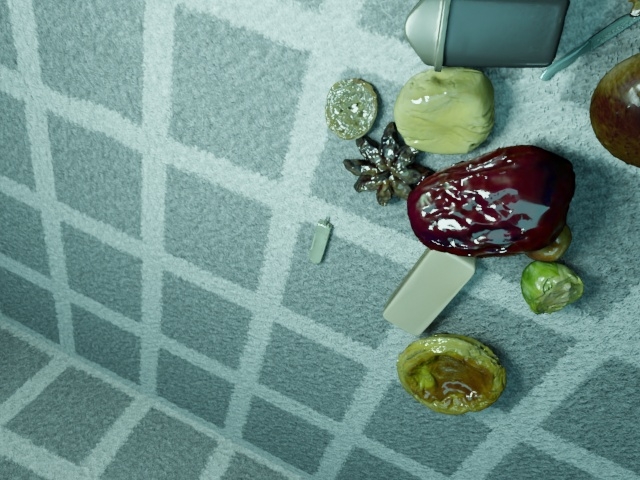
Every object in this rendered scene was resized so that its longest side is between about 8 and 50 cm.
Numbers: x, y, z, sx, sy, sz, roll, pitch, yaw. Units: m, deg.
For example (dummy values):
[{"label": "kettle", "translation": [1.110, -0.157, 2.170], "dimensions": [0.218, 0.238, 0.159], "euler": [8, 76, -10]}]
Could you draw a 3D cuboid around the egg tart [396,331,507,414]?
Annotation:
[{"label": "egg tart", "translation": [0.415, 0.413, 1.449], "dimensions": [0.352, 0.150, 0.351], "euler": [9, 126, 12]}]

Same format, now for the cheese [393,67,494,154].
[{"label": "cheese", "translation": [0.288, -0.294, 1.050], "dimensions": [0.226, 0.117, 0.214], "euler": [0, 146, 19]}]

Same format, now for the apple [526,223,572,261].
[{"label": "apple", "translation": [0.567, -0.005, 1.144], "dimensions": [0.126, 0.102, 0.126], "euler": [10, 123, 16]}]

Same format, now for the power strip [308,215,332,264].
[{"label": "power strip", "translation": [0.000, 0.000, 1.438], "dimensions": [0.048, 0.030, 0.191], "euler": [23, 127, 10]}]

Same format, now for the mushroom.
[{"label": "mushroom", "translation": [0.691, -0.303, 0.852], "dimensions": [0.331, 0.356, 0.334], "euler": [-28, 144, 31]}]

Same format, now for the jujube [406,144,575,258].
[{"label": "jujube", "translation": [0.407, -0.085, 1.075], "dimensions": [0.377, 0.258, 0.258], "euler": [-10, 116, 36]}]

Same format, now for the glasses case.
[{"label": "glasses case", "translation": [0.325, 0.146, 1.362], "dimensions": [0.144, 0.076, 0.336], "euler": [32, 128, 3]}]

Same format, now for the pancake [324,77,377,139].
[{"label": "pancake", "translation": [0.080, -0.342, 1.170], "dimensions": [0.158, 0.028, 0.158], "euler": [8, 108, 25]}]

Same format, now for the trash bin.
[{"label": "trash bin", "translation": [0.324, -0.440, 0.912], "dimensions": [0.291, 0.209, 0.182], "euler": [9, 122, 12]}]

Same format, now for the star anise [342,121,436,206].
[{"label": "star anise", "translation": [0.175, -0.185, 1.201], "dimensions": [0.236, 0.109, 0.223], "euler": [-12, 119, 27]}]

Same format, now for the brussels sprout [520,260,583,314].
[{"label": "brussels sprout", "translation": [0.605, 0.112, 1.193], "dimensions": [0.149, 0.122, 0.151], "euler": [4, 135, -22]}]

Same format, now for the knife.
[{"label": "knife", "translation": [0.564, -0.409, 0.943], "dimensions": [0.210, 0.015, 0.028], "euler": [-33, 97, 35]}]
